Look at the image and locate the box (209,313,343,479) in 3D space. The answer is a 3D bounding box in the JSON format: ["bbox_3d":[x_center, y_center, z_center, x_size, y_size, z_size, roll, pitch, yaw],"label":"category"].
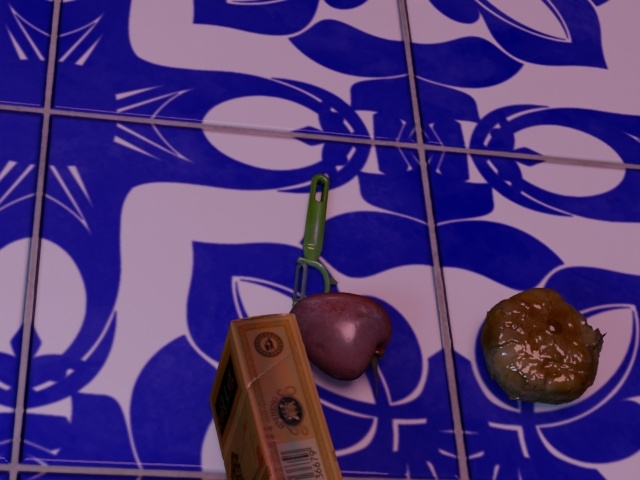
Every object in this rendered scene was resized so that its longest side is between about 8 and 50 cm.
[{"bbox_3d":[-0.043,0.236,1.296,0.076,0.174,0.274,-5,57,-19],"label":"box"}]

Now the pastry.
[{"bbox_3d":[0.265,0.128,1.516,0.153,0.081,0.153,2,61,-4],"label":"pastry"}]

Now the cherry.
[{"bbox_3d":[0.024,0.109,1.461,0.126,0.087,0.106,17,48,-6],"label":"cherry"}]

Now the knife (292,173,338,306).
[{"bbox_3d":[0.000,-0.001,1.580,0.054,0.015,0.212,11,53,-7],"label":"knife"}]
